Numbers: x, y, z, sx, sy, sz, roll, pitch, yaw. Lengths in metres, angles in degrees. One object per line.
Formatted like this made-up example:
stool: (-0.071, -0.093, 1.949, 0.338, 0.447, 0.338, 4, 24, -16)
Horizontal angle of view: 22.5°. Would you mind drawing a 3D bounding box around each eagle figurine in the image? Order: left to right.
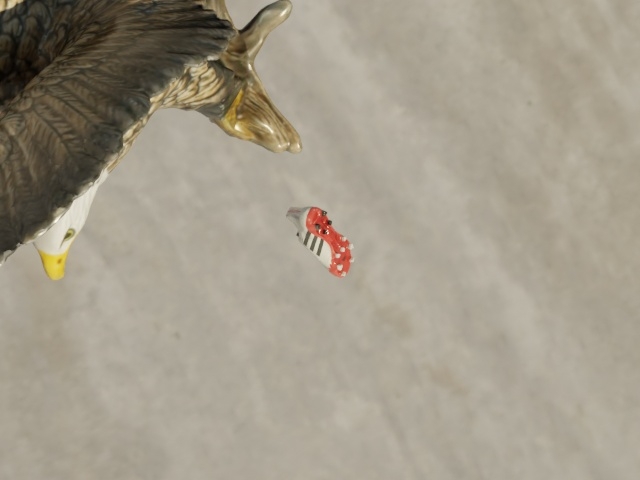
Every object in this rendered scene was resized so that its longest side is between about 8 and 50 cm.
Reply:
eagle figurine: (-0.139, -0.077, 0.799, 0.298, 0.226, 0.225, -11, 86, -52)

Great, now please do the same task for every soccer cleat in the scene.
soccer cleat: (0.000, 0.000, 1.292, 0.029, 0.036, 0.083, -61, 142, -23)
